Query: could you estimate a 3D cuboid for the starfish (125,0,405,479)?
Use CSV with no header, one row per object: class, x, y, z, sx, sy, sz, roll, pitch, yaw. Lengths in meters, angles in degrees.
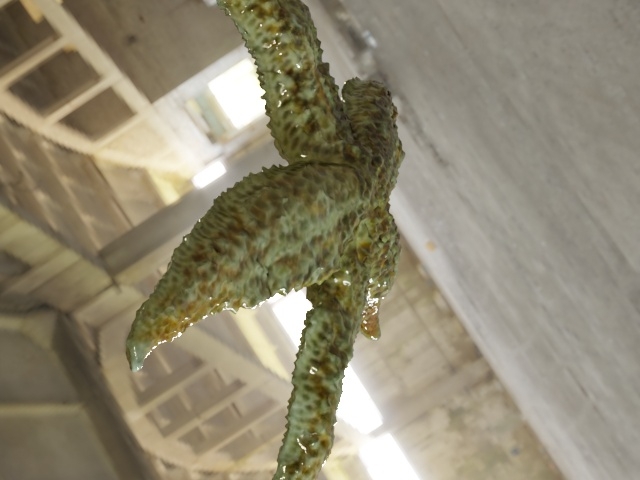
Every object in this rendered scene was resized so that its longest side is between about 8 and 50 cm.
starfish,0.003,0.002,0.650,0.347,0.078,0.357,41,-134,-67
